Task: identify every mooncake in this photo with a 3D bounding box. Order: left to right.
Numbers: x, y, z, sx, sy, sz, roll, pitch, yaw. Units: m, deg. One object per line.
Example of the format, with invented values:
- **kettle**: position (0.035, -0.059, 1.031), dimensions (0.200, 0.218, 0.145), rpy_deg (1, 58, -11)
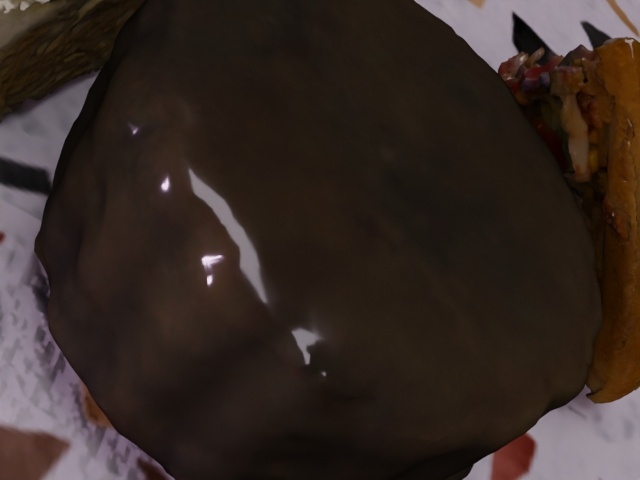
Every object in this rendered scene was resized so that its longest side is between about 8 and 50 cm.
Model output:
- **mooncake**: position (0.000, 0.000, 0.495), dimensions (0.228, 0.124, 0.228), rpy_deg (24, 44, -26)

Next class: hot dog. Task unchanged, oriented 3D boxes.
- **hot dog**: position (-0.093, -0.126, 0.538), dimensions (0.073, 0.084, 0.242), rpy_deg (50, 44, 1)

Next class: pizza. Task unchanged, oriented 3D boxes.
- **pizza**: position (0.115, -0.025, 0.620), dimensions (0.053, 0.201, 0.193), rpy_deg (-14, 27, -6)
